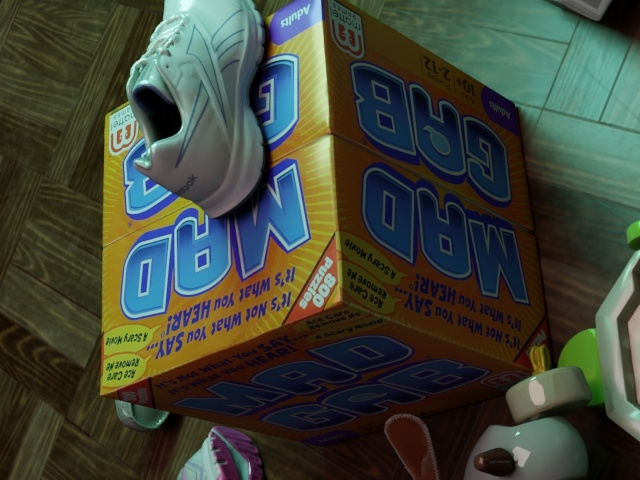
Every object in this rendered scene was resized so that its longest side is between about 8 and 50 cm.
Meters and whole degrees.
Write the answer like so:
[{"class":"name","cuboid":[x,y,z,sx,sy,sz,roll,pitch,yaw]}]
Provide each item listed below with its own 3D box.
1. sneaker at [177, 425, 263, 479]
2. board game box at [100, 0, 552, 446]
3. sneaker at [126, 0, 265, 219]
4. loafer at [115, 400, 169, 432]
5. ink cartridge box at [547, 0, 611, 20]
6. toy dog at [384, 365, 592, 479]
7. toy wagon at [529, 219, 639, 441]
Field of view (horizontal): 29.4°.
[{"class":"sneaker","cuboid":[-0.122,0.372,1.570,0.111,0.103,0.252,-43,43,30]},{"class":"board game box","cuboid":[0.000,0.000,1.396,0.356,0.356,0.356,-23,59,37]},{"class":"sneaker","cuboid":[-0.131,-0.171,1.240,0.111,0.129,0.297,-31,53,35]},{"class":"loafer","cuboid":[-0.205,0.118,1.732,0.111,0.112,0.320,5,77,54]},{"class":"ink cartridge box","cuboid":[0.330,-0.420,1.437,0.296,0.066,0.261,-62,17,12]},{"class":"toy dog","cuboid":[0.148,0.258,1.239,0.334,0.161,0.220,-58,45,32]},{"class":"toy wagon","cuboid":[0.367,0.102,1.209,0.344,0.068,0.267,-21,60,39]}]
